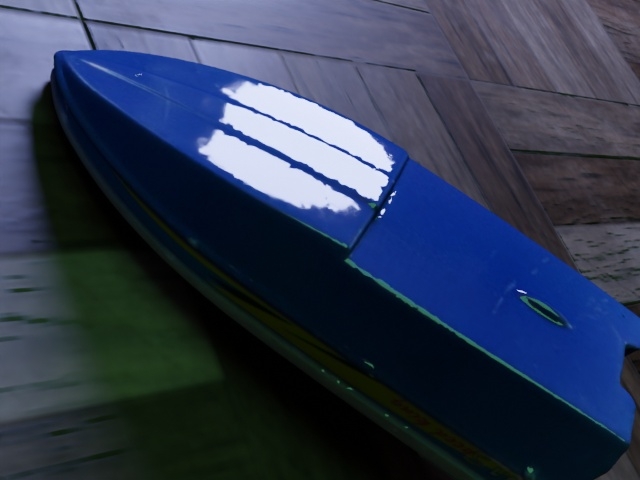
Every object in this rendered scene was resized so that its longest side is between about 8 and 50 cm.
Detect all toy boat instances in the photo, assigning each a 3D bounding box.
[{"bbox_3d":[0.000,0.000,0.414,0.295,0.088,0.129,34,39,-1],"label":"toy boat"}]
